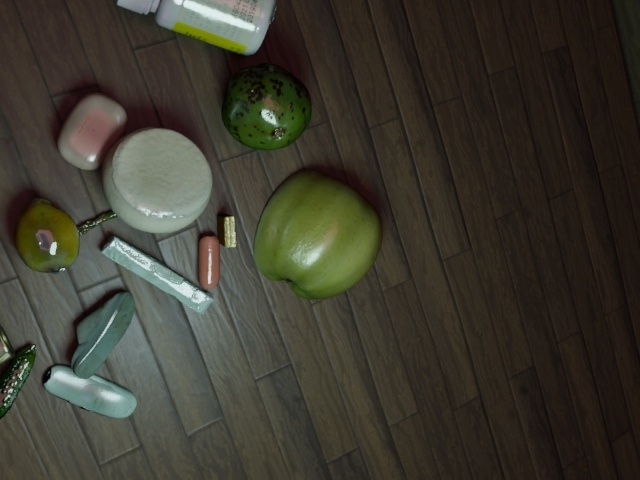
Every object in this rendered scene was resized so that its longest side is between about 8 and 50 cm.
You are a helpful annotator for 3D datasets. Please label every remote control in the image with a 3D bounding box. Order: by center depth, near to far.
[{"bbox_3d":[-0.617,0.411,1.755,0.256,0.045,0.098,26,84,-20],"label":"remote control"}]

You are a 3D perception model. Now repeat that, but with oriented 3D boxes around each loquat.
[{"bbox_3d":[-0.687,-0.010,1.640,0.152,0.152,0.195,-16,91,-21],"label":"loquat"}]

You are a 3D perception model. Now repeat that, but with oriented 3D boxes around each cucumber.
[{"bbox_3d":[-0.793,0.366,1.668,0.069,0.069,0.228,33,77,-21],"label":"cucumber"}]

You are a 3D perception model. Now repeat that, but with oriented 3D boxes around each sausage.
[{"bbox_3d":[-0.314,0.061,1.842,0.062,0.062,0.154,-1,95,-22],"label":"sausage"}]

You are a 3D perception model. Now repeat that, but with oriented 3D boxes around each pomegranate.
[{"bbox_3d":[-0.151,-0.372,1.792,0.254,0.271,0.254,-15,135,-15],"label":"pomegranate"}]

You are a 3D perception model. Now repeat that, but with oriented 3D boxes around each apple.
[{"bbox_3d":[0.000,0.000,1.955,0.320,0.312,0.360,28,79,23],"label":"apple"}]

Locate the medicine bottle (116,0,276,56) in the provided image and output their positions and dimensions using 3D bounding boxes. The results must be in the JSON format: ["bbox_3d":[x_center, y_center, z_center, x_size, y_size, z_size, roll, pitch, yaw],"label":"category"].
[{"bbox_3d":[-0.318,-0.638,1.702,0.378,0.213,0.214,14,89,-23],"label":"medicine bottle"}]

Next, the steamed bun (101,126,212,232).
[{"bbox_3d":[-0.431,-0.146,1.704,0.282,0.177,0.283,12,64,-26],"label":"steamed bun"}]

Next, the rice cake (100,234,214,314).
[{"bbox_3d":[-0.442,0.096,1.793,0.336,0.063,0.066,35,91,-23],"label":"rice cake"}]

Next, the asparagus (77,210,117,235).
[{"bbox_3d":[-0.556,-0.063,1.750,0.235,0.027,0.034,-24,92,-20],"label":"asparagus"}]

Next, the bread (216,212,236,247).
[{"bbox_3d":[-0.265,-0.029,1.838,0.035,0.094,0.090,-5,99,-21],"label":"bread"}]

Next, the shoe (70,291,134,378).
[{"bbox_3d":[-0.591,0.240,1.733,0.100,0.103,0.251,20,68,20],"label":"shoe"}]

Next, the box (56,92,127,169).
[{"bbox_3d":[-0.588,-0.281,1.685,0.145,0.088,0.200,31,83,-20],"label":"box"}]

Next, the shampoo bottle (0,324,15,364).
[{"bbox_3d":[-0.939,0.321,1.589,0.350,0.084,0.126,-28,87,-18],"label":"shampoo bottle"}]
